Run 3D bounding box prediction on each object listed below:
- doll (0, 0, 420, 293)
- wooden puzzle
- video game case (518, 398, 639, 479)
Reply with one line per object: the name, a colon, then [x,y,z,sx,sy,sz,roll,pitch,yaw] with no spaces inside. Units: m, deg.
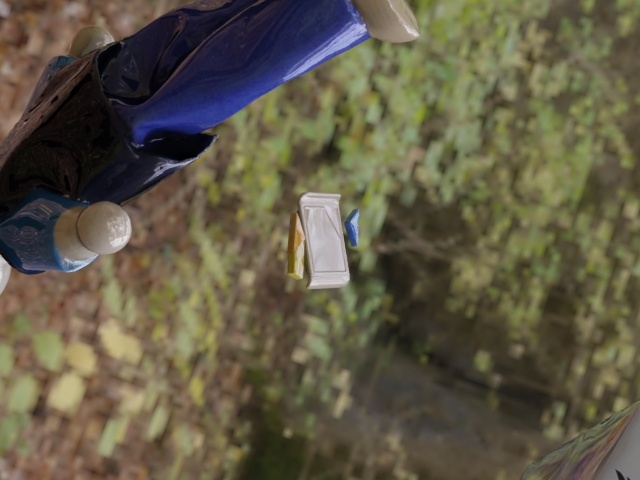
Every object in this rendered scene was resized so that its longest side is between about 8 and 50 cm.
doll: [-0.059,-0.034,0.574,0.189,0.046,0.129,-33,-149,18]
wooden puzzle: [0.000,0.000,1.427,0.116,0.014,0.079,15,72,-62]
video game case: [0.100,0.214,0.984,0.244,0.061,0.269,-56,177,-16]
